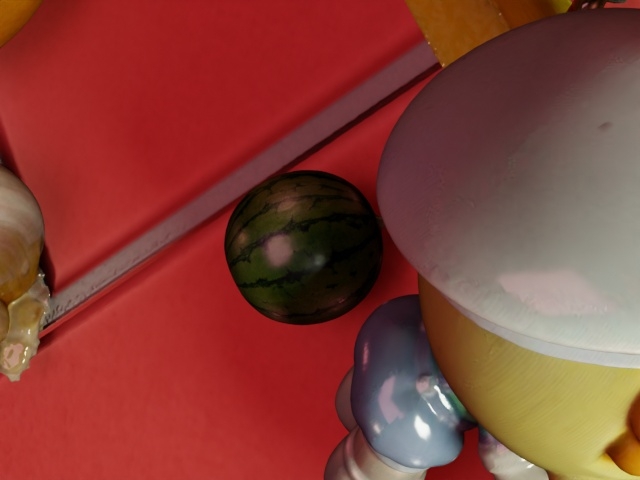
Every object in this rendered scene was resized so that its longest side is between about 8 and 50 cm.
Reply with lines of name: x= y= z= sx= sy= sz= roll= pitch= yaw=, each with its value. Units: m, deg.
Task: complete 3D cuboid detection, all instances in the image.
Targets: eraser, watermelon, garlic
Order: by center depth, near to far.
eraser: x=0.100 y=-0.121 z=0.799 sx=0.045 sy=0.122 sz=0.097 roll=-39 pitch=68 yaw=28
watermelon: x=-0.005 y=0.004 z=0.895 sx=0.109 sy=0.109 sz=0.109 roll=1 pitch=91 yaw=36
garlic: x=-0.307 y=-0.003 z=1.085 sx=0.214 sy=0.191 sz=0.160 roll=24 pitch=80 yaw=45

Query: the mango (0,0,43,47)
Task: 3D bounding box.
mango: x=-0.286 y=-0.207 z=1.077 sx=0.257 sy=0.138 sz=0.187 roll=3 pitch=75 yaw=33

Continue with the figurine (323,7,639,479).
figurine: x=0.088 y=0.051 z=0.719 sx=0.225 sy=0.205 sz=0.382 roll=-85 pitch=22 yaw=-46

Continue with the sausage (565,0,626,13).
sausage: x=0.154 y=-0.268 z=0.766 sx=0.125 sy=0.117 sz=0.318 roll=1 pitch=95 yaw=6
